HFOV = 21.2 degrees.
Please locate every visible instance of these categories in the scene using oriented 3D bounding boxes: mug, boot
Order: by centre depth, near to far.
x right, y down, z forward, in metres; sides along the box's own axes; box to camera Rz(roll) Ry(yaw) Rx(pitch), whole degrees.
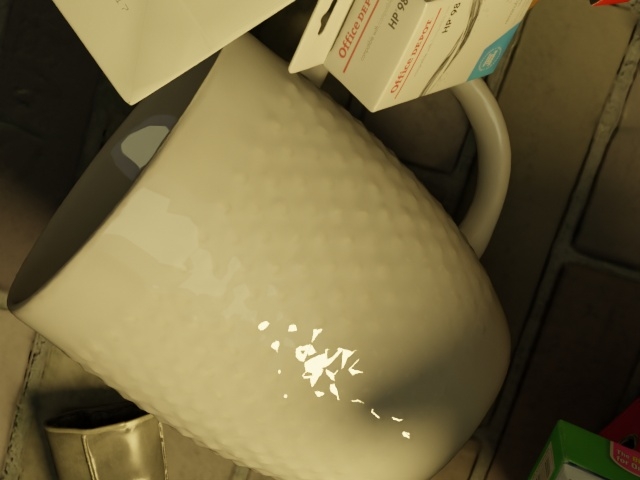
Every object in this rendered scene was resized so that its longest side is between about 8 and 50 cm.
[{"bbox_3d":[0.000,0.000,1.324,0.328,0.276,0.374,38,78,-14],"label":"mug"},{"bbox_3d":[-0.213,0.255,1.516,0.189,0.076,0.208,-15,116,-5],"label":"boot"}]

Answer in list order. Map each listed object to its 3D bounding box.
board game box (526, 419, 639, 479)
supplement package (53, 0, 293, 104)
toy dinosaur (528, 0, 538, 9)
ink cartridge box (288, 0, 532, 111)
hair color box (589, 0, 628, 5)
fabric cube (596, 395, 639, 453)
[{"bbox_3d":[0.264,0.297,1.224,0.316,0.064,0.242,23,110,-4],"label":"board game box"},{"bbox_3d":[-0.093,-0.259,1.213,0.198,0.263,0.199,-31,105,14],"label":"supplement package"},{"bbox_3d":[0.173,-0.230,1.311,0.211,0.064,0.112,28,109,-6],"label":"toy dinosaur"},{"bbox_3d":[0.071,-0.158,1.234,0.060,0.180,0.104,46,133,22],"label":"ink cartridge box"},{"bbox_3d":[0.216,-0.253,1.264,0.043,0.072,0.141,-11,82,-34],"label":"hair color box"},{"bbox_3d":[0.341,0.279,1.383,0.259,0.258,0.254,39,109,-10],"label":"fabric cube"}]
